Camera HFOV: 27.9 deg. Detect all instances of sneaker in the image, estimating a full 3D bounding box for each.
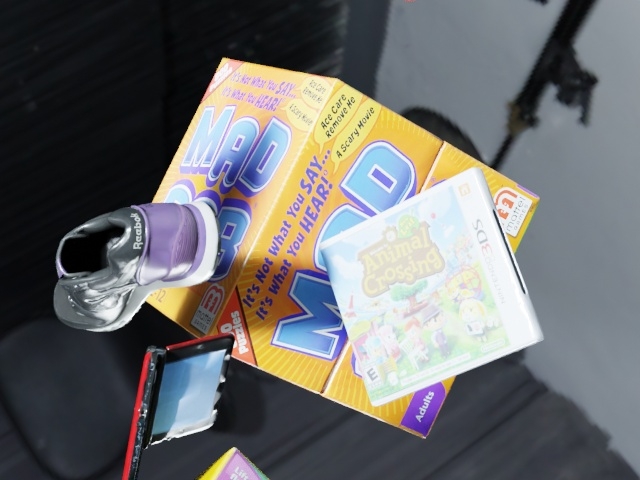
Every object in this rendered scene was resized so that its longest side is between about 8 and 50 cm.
[{"bbox_3d":[-0.229,0.020,1.322,0.283,0.124,0.107,-28,65,47],"label":"sneaker"}]

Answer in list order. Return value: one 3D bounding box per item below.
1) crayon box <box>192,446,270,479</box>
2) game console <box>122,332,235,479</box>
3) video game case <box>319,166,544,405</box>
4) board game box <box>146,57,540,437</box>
[{"bbox_3d":[-0.067,0.436,1.353,0.363,0.106,0.313,44,126,-5],"label":"crayon box"},{"bbox_3d":[-0.138,0.172,1.249,0.124,0.085,0.144,-88,10,-50],"label":"game console"},{"bbox_3d":[0.112,0.052,1.374,0.212,0.023,0.193,-27,74,30],"label":"video game case"},{"bbox_3d":[0.000,0.000,1.757,0.356,0.356,0.356,26,179,-29],"label":"board game box"}]
